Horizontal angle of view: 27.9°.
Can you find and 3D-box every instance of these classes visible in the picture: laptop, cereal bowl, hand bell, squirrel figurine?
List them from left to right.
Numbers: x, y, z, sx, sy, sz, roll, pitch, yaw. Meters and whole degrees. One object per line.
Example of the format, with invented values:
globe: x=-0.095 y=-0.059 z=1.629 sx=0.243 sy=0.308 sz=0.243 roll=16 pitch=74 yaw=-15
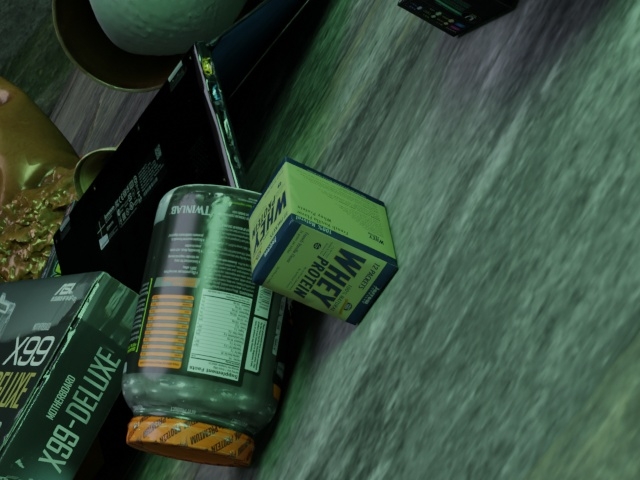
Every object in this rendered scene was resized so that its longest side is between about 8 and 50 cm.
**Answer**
squirrel figurine: x=-0.450 y=0.023 z=1.683 sx=0.370 sy=0.281 sz=0.397 roll=-39 pitch=41 yaw=-20
hand bell: x=-0.204 y=-0.133 z=1.616 sx=0.126 sy=0.126 sz=0.242 roll=-49 pitch=13 yaw=41
cereal bowl: x=-0.136 y=-0.371 z=1.433 sx=0.339 sy=0.141 sz=0.339 roll=9 pitch=-90 yaw=-77
laptop: x=-0.087 y=-0.041 z=1.277 sx=0.382 sy=0.236 sz=0.408 roll=-43 pitch=57 yaw=50

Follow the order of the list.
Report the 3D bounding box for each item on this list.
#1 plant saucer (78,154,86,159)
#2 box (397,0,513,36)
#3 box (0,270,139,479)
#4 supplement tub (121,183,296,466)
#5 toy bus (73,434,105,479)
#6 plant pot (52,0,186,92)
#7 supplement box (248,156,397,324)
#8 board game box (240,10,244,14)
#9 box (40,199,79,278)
plant saucer: x=-0.432 y=-0.015 z=2.144 sx=0.259 sy=0.047 sz=0.258 roll=-68 pitch=19 yaw=-5
box: x=0.100 y=-0.186 z=0.887 sx=0.083 sy=0.052 sz=0.062 roll=-13 pitch=53 yaw=68
box: x=-0.298 y=0.154 z=1.214 sx=0.307 sy=0.076 sz=0.242 roll=-6 pitch=52 yaw=56
supplement tub: x=-0.079 y=0.064 z=0.948 sx=0.117 sy=0.117 sz=0.190 roll=-25 pitch=52 yaw=63
toy bus: x=-0.328 y=0.247 z=1.434 sx=0.333 sy=0.108 sz=0.130 roll=-47 pitch=26 yaw=43
plant pot: x=-0.246 y=-0.336 z=1.829 sx=0.215 sy=0.215 sz=0.230 roll=-60 pitch=6 yaw=16
supplement box: x=0.000 y=0.000 z=0.880 sx=0.056 sy=0.083 sz=0.083 roll=-56 pitch=22 yaw=27
board game box: x=-0.091 y=-0.327 z=1.620 sx=0.133 sy=0.033 sz=0.168 roll=-64 pitch=26 yaw=2
box: x=-0.272 y=0.068 z=1.496 sx=0.036 sy=0.114 sz=0.207 roll=-31 pitch=38 yaw=60
